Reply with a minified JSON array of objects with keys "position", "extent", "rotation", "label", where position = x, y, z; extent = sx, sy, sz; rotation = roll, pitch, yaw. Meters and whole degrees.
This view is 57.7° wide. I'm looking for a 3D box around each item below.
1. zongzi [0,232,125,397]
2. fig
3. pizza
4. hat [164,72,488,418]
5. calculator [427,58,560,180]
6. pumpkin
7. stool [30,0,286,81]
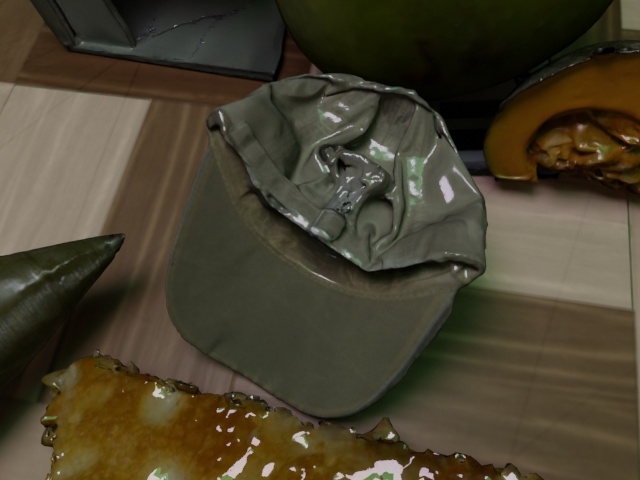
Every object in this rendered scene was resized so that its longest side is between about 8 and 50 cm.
[{"position":[-0.379,0.057,0.463],"extent":[0.323,0.160,0.360],"rotation":[33,71,17],"label":"zongzi"},{"position":[0.082,-0.276,0.475],"extent":[0.316,0.316,0.316],"rotation":[-1,64,3],"label":"fig"},{"position":[-0.061,0.219,0.396],"extent":[0.440,0.130,0.406],"rotation":[-36,54,-14],"label":"pizza"},{"position":[0.000,0.000,0.465],"extent":[0.214,0.244,0.149],"rotation":[32,38,2],"label":"hat"},{"position":[0.165,-0.179,0.618],"extent":[0.161,0.021,0.261],"rotation":[-1,64,4],"label":"calculator"},{"position":[0.288,-0.111,0.487],"extent":[0.279,0.163,0.111],"rotation":[15,61,1],"label":"pumpkin"},{"position":[-0.167,-0.321,0.584],"extent":[0.270,0.243,0.170],"rotation":[12,66,9],"label":"stool"}]
